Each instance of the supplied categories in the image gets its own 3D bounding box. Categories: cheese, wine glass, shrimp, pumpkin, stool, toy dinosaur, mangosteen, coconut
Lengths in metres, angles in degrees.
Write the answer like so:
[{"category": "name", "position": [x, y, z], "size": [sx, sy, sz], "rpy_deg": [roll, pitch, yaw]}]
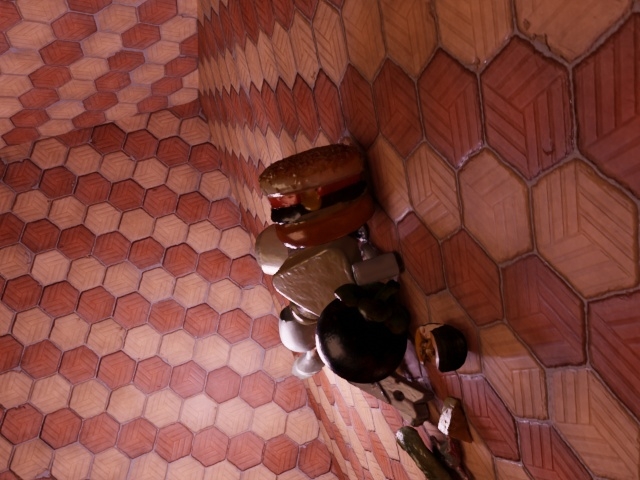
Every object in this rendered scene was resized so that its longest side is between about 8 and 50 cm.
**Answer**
[{"category": "cheese", "position": [0.276, 0.502, 1.871], "size": [0.228, 0.064, 0.137], "rpy_deg": [59, 157, 32]}, {"category": "wine glass", "position": [-0.076, 0.464, 2.703], "size": [0.238, 0.237, 0.323], "rpy_deg": [38, 149, 63]}, {"category": "shrimp", "position": [0.112, -0.045, 1.862], "size": [0.161, 0.034, 0.091], "rpy_deg": [-134, 29, -54]}, {"category": "pumpkin", "position": [0.310, 0.267, 1.419], "size": [0.183, 0.107, 0.119], "rpy_deg": [175, 84, -81]}, {"category": "stool", "position": [-0.030, 0.251, 2.407], "size": [0.264, 0.179, 0.179], "rpy_deg": [120, 129, -69]}, {"category": "toy dinosaur", "position": [0.381, 0.602, 1.654], "size": [0.167, 0.053, 0.242], "rpy_deg": [-139, 35, -59]}, {"category": "mangosteen", "position": [0.133, 0.282, 1.728], "size": [0.311, 0.311, 0.312], "rpy_deg": [161, 90, -74]}, {"category": "coconut", "position": [-0.139, 0.045, 2.436], "size": [0.237, 0.265, 0.238], "rpy_deg": [1, -90, -69]}, {"category": "cheese", "position": [-0.004, 0.141, 1.943], "size": [0.383, 0.104, 0.384], "rpy_deg": [18, 135, 19]}]

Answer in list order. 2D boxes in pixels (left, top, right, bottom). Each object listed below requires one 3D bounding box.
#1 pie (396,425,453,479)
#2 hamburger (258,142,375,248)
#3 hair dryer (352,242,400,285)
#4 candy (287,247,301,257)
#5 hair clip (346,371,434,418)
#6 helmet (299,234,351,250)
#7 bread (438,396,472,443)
[{"category": "pie", "position": [0.340, 0.700, 1.782], "size": [0.277, 0.078, 0.277], "rpy_deg": [49, 174, 7]}, {"category": "hamburger", "position": [-0.012, -0.142, 1.650], "size": [0.330, 0.329, 0.250], "rpy_deg": [29, 141, 67]}, {"category": "hair dryer", "position": [0.149, 0.053, 1.725], "size": [0.236, 0.131, 0.073], "rpy_deg": [-111, 6, -67]}, {"category": "candy", "position": [-0.021, 0.102, 2.192], "size": [0.290, 0.157, 0.214], "rpy_deg": [67, -165, 9]}, {"category": "hair clip", "position": [0.215, 0.464, 1.814], "size": [0.330, 0.085, 0.101], "rpy_deg": [16, 89, 47]}, {"category": "helmet", "position": [0.000, 0.000, 2.018], "size": [0.230, 0.160, 0.279], "rpy_deg": [19, 134, 62]}, {"category": "bread", "position": [0.385, 0.499, 1.591], "size": [0.084, 0.080, 0.109], "rpy_deg": [168, 119, -74]}]
